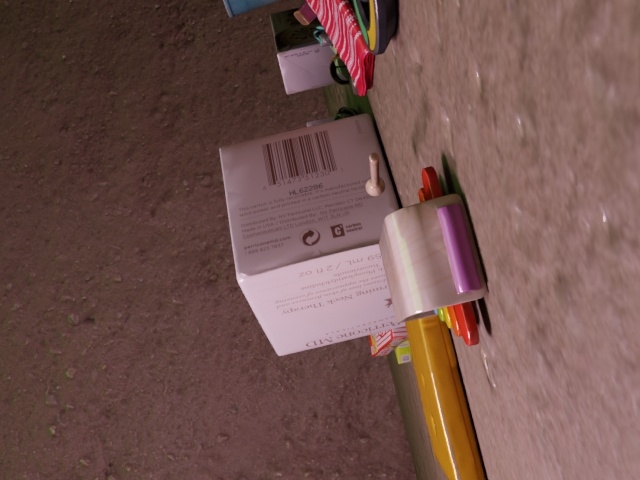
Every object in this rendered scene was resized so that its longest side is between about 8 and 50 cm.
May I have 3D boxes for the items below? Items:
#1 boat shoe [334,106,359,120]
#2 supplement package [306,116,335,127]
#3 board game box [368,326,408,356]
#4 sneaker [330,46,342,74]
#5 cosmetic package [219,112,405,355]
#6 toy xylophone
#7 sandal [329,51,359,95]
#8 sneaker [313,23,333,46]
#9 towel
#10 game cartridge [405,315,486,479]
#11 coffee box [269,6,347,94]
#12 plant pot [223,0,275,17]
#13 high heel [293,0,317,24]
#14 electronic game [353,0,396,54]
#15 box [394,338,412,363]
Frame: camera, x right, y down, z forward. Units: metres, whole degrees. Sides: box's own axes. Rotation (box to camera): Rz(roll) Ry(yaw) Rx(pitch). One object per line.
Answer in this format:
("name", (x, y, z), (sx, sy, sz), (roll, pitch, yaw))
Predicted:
("boat shoe", (0.070, -0.290, 1.638), (0.219, 0.078, 0.070), (-84, 5, -75))
("supplement package", (0.055, -0.198, 1.793), (0.134, 0.139, 0.244), (78, -179, -70))
("board game box", (0.164, 0.199, 1.682), (0.193, 0.045, 0.146), (116, 148, -64))
("sneaker", (0.052, -0.441, 1.578), (0.044, 0.040, 0.109), (50, 162, 53))
("cosmetic package", (0.000, 0.000, 1.440), (0.393, 0.330, 0.327), (74, -178, -59))
("toy xylophone", (0.121, 0.008, 0.839), (0.322, 0.081, 0.236), (56, -159, -88))
("sandal", (0.052, -0.366, 1.449), (0.219, 0.060, 0.090), (-102, -1, -56))
("sneaker", (0.020, -0.468, 1.468), (0.166, 0.076, 0.065), (-102, 0, -59))
("towel", (0.021, -0.407, 1.193), (0.274, 0.031, 0.199), (61, 177, 9))
("game cartridge", (0.198, 0.231, 1.127), (0.285, 0.053, 0.323), (71, -171, -84))
("coffee box", (-0.034, -0.517, 1.771), (0.297, 0.168, 0.118), (-101, -2, -53))
("plant pot", (-0.120, -0.680, 1.536), (0.271, 0.255, 0.271), (-12, -90, -89))
("high heel", (0.030, -0.508, 1.399), (0.082, 0.117, 0.244), (44, 176, -21))
("electronic game", (0.054, -0.358, 0.868), (0.229, 0.048, 0.229), (-13, -90, -89))
("box", (0.202, 0.224, 1.771), (0.109, 0.042, 0.178), (78, 180, -51))
